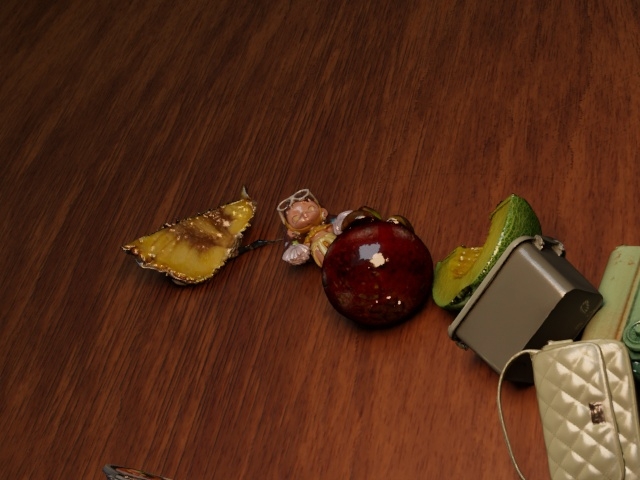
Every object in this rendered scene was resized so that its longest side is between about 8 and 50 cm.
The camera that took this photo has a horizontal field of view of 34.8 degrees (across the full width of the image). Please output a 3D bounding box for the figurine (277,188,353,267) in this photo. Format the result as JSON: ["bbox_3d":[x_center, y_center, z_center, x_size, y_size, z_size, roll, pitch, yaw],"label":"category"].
[{"bbox_3d":[-0.001,-0.001,2.134,0.174,0.116,0.240,-35,47,-2],"label":"figurine"}]

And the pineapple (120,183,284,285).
[{"bbox_3d":[-0.257,0.006,2.285,0.334,0.158,0.161,-28,2,-4],"label":"pineapple"}]

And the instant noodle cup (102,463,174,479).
[{"bbox_3d":[-0.268,0.499,1.704,0.258,0.302,0.181,8,76,42],"label":"instant noodle cup"}]

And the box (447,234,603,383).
[{"bbox_3d":[0.352,0.124,1.729,0.243,0.163,0.135,-56,50,18],"label":"box"}]

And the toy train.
[{"bbox_3d":[0.528,0.122,1.722,0.177,0.116,0.285,-6,46,43],"label":"toy train"}]

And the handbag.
[{"bbox_3d":[0.386,0.279,1.591,0.219,0.079,0.256,-12,71,19],"label":"handbag"}]

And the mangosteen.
[{"bbox_3d":[0.104,0.038,1.958,0.215,0.215,0.257,-20,44,12],"label":"mangosteen"}]

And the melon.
[{"bbox_3d":[0.312,0.062,1.850,0.265,0.129,0.169,-47,17,48],"label":"melon"}]
